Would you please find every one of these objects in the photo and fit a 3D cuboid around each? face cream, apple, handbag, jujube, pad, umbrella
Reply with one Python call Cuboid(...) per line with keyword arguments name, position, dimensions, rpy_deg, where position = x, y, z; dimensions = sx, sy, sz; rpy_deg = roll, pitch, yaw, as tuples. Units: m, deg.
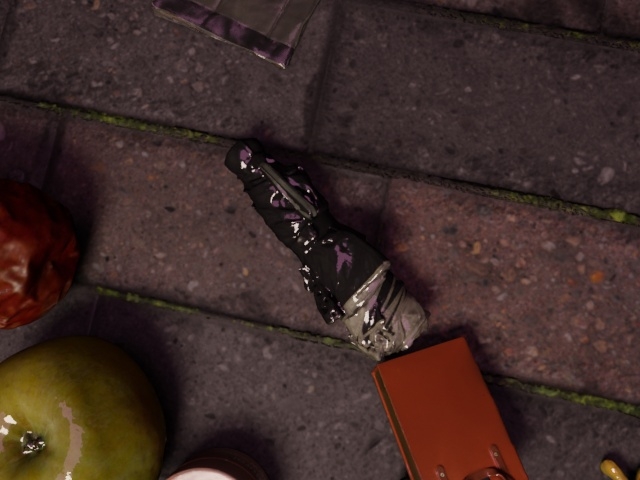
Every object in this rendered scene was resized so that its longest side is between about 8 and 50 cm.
Cuboid(name="face cream", position=(-0.137, 0.348, 0.722), dimensions=(0.149, 0.104, 0.149), rpy_deg=(0, 83, 3))
Cuboid(name="apple", position=(-0.313, 0.249, 0.700), dimensions=(0.261, 0.194, 0.261), rpy_deg=(-2, 77, 7))
Cuboid(name="handbag", position=(0.156, 0.229, 0.711), dimensions=(0.127, 0.063, 0.190), rpy_deg=(-15, 65, -13))
Cuboid(name="jujube", position=(-0.438, 0.006, 0.727), dimensions=(0.232, 0.213, 0.213), rpy_deg=(17, 84, 13))
Cuboid(name="pad", position=(-0.120, -0.371, 0.849), dimensions=(0.233, 0.022, 0.174), rpy_deg=(25, 85, 5))
Cuboid(name="umbrella", position=(-0.005, 0.003, 0.756), dimensions=(0.113, 0.106, 0.358), rpy_deg=(-40, 83, 2))

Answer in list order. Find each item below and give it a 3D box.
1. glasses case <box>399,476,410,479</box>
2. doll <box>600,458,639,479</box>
Cuboid(name="glasses case", position=(0.118, 0.460, 0.716), dimensions=(0.114, 0.060, 0.299), rpy_deg=(15, 84, -1))
Cuboid(name="doll", position=(0.391, 0.370, 0.705), dimensions=(0.102, 0.089, 0.179), rpy_deg=(6, 60, 4))
